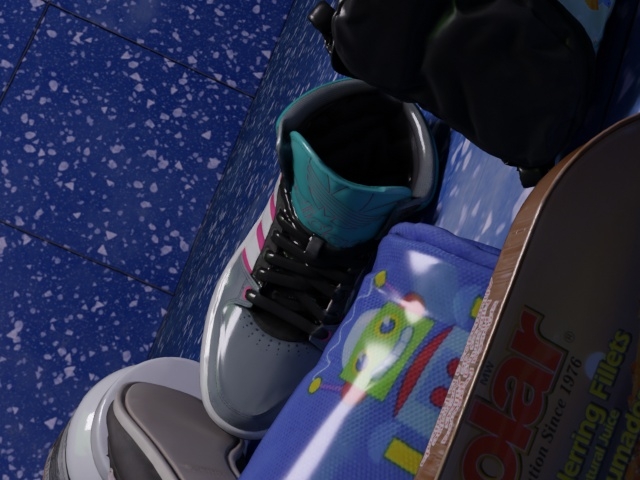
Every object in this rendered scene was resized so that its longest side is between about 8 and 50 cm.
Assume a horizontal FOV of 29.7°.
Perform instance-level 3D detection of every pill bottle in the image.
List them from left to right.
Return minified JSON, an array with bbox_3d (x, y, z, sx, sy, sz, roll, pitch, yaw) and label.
[{"bbox_3d":[-0.167,0.207,1.136,0.278,0.162,0.162,-46,22,61],"label":"pill bottle"}]

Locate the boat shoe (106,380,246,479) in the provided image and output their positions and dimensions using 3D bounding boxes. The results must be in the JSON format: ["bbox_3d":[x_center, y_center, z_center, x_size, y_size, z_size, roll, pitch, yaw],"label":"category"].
[{"bbox_3d":[-0.100,0.192,0.859,0.096,0.112,0.335,-68,23,5],"label":"boat shoe"}]

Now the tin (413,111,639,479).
[{"bbox_3d":[0.083,0.055,0.322,0.190,0.106,0.040,-67,10,-8],"label":"tin"}]

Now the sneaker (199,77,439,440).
[{"bbox_3d":[0.000,0.000,0.881,0.178,0.123,0.296,114,179,-74],"label":"sneaker"}]

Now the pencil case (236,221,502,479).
[{"bbox_3d":[0.006,0.149,0.391,0.119,0.133,0.306,23,80,49],"label":"pencil case"}]

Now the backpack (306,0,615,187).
[{"bbox_3d":[0.096,-0.132,0.649,0.115,0.152,0.182,-52,4,37],"label":"backpack"}]
